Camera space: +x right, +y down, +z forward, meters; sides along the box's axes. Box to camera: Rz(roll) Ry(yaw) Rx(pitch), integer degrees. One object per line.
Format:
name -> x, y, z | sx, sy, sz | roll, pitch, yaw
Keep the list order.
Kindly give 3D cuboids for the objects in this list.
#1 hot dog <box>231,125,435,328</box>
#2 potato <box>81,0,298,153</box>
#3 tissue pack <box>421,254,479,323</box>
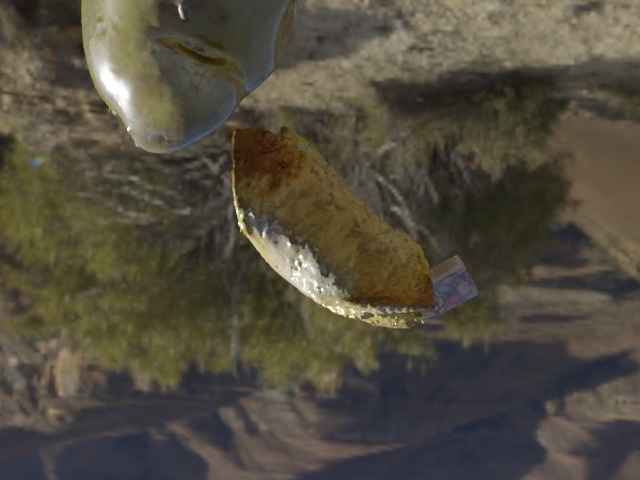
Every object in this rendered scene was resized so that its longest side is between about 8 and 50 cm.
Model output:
hot dog -> 0.001, 0.000, 0.708 | 0.078, 0.169, 0.061 | -36, 160, -22
potato -> -0.118, -0.250, 1.085 | 0.218, 0.351, 0.202 | 23, -168, 0
tissue pack -> 0.152, 0.061, 1.462 | 0.083, 0.035, 0.063 | -28, 135, 5
